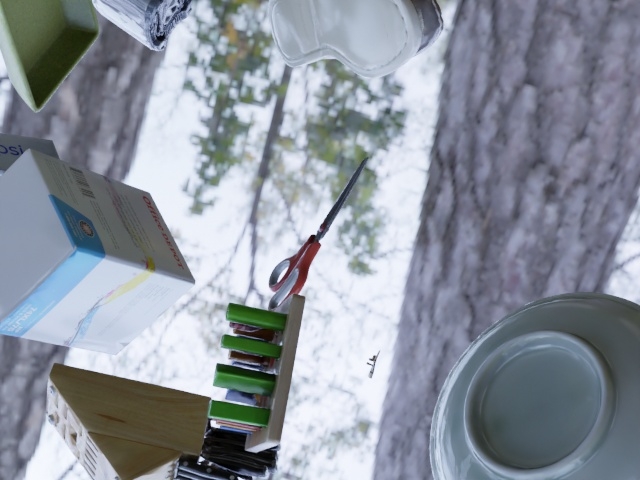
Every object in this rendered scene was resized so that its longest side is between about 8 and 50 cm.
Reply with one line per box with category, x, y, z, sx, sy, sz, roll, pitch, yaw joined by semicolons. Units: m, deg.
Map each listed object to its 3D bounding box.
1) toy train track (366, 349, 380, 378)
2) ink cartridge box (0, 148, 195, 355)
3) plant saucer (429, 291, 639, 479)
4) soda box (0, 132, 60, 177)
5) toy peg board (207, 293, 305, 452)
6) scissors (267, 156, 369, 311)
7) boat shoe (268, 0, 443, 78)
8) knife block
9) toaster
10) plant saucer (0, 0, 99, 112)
toy train track;0.082;0.205;2.106;0.014;0.048;0.083;21;-163;0
ink cartridge box;-0.369;0.025;1.941;0.270;0.197;0.198;21;-147;-54
plant saucer;0.309;0.236;1.751;0.100;0.400;0.400;40;-166;-44
soda box;-0.561;-0.117;2.071;0.286;0.091;0.098;5;-137;-39
toy peg board;-0.082;0.143;1.425;0.079;0.160;0.161;13;-104;-10
scissors;0.000;0.000;2.090;0.021;0.297;0.109;29;-154;-24
boat shoe;0.047;-0.234;1.347;0.097;0.116;0.324;-18;-168;-21
knife block;-0.193;0.243;1.681;0.242;0.088;0.275;-23;-124;-33
toaster;-0.310;-0.432;2.206;0.146;0.227;0.129;31;-103;5
plant saucer;-0.351;-0.286;1.591;0.045;0.188;0.188;7;-137;18
